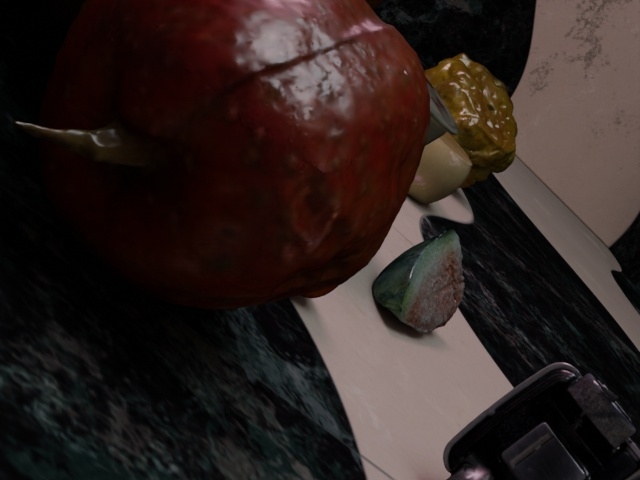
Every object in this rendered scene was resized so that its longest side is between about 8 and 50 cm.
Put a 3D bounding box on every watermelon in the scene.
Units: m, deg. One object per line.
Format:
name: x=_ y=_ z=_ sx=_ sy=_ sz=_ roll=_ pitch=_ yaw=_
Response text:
watermelon: x=0.104 y=0.052 z=1.296 sx=0.180 sy=0.081 sz=0.094 roll=-14 pitch=77 yaw=-57

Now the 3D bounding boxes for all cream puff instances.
cream puff: x=0.256 y=-0.220 z=2.221 sx=0.244 sy=0.196 sz=0.244 roll=42 pitch=16 yaw=-15

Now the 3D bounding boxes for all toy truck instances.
toy truck: x=0.251 y=0.274 z=0.933 sx=0.363 sy=0.176 sz=0.178 roll=53 pitch=6 yaw=21

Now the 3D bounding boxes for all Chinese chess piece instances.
Chinese chess piece: x=0.125 y=-0.169 z=1.897 sx=0.251 sy=0.097 sz=0.251 roll=44 pitch=13 yaw=-13

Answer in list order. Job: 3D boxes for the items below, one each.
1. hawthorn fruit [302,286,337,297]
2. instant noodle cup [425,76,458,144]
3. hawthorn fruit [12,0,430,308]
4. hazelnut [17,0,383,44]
hawthorn fruit: x=0.000 y=0.000 z=1.056 sx=0.081 sy=0.093 sz=0.081 roll=43 pitch=13 yaw=-12
instant noodle cup: x=0.013 y=-0.155 z=1.326 sx=0.235 sy=0.178 sz=0.235 roll=46 pitch=15 yaw=-16
hawthorn fruit: x=-0.054 y=-0.071 z=0.789 sx=0.258 sy=0.258 sz=0.262 roll=43 pitch=16 yaw=-18
hazelnut: x=-0.075 y=-0.311 z=0.989 sx=0.421 sy=0.421 sz=0.353 roll=-10 pitch=90 yaw=-74
